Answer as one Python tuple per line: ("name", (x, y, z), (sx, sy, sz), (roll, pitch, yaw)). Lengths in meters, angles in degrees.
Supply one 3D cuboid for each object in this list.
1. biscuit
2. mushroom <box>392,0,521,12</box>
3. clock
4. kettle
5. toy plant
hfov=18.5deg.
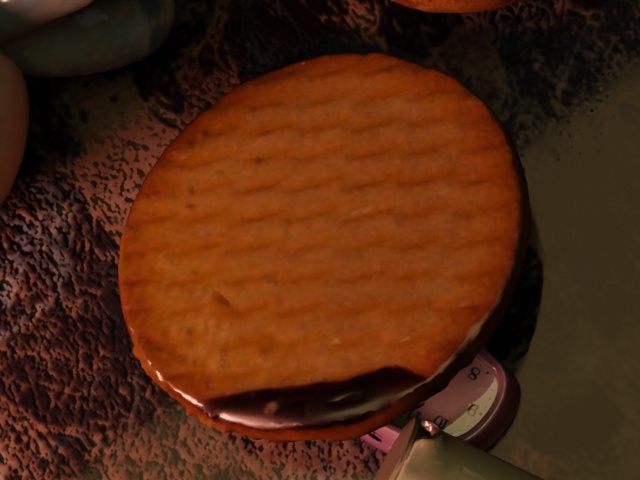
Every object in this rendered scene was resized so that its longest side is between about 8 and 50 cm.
("biscuit", (0.000, 0.000, 1.435), (0.317, 0.040, 0.318), (-9, 60, 16))
("mushroom", (0.096, -0.290, 1.470), (0.253, 0.153, 0.253), (0, 82, 2))
("clock", (0.061, 0.108, 1.432), (0.152, 0.050, 0.110), (28, 83, 15))
("kettle", (0.105, 0.198, 1.371), (0.148, 0.127, 0.098), (27, 69, -1))
("toy plant", (-0.244, -0.194, 1.485), (0.247, 0.247, 0.332), (37, 78, 16))
